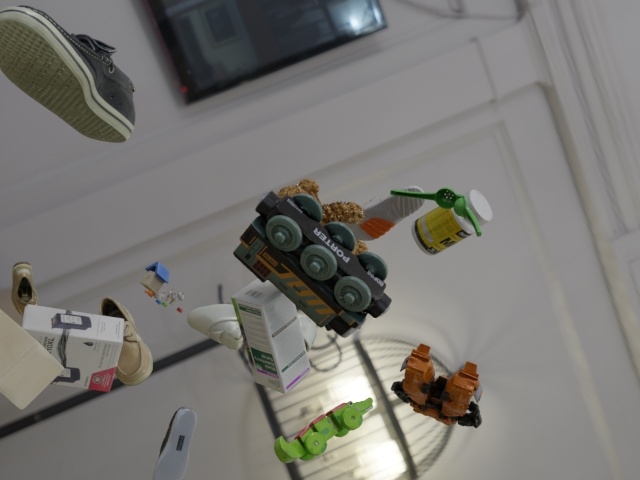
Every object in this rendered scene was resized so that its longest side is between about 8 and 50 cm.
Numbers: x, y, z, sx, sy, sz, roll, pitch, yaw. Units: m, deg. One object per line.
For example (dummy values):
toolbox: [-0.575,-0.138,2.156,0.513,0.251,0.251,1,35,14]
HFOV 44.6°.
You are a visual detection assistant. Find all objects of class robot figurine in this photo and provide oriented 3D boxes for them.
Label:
robot figurine: [0.255,0.318,1.661,0.211,0.085,0.291,21,-22,14]

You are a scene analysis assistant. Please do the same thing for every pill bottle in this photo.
pill bottle: [0.369,-0.051,2.190,0.119,0.208,0.119,30,43,-33]

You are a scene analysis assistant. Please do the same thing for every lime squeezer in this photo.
lime squeezer: [0.314,-0.089,1.903,0.310,0.110,0.059,33,-62,47]

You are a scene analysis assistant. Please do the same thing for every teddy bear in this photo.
teddy bear: [0.000,0.000,1.923,0.338,0.245,0.113,77,2,-48]

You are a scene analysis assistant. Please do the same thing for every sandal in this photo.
sandal: [0.190,-0.086,2.213,0.102,0.265,0.076,51,31,-18]

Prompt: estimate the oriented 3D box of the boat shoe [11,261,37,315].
boat shoe: [-0.808,0.149,2.124,0.072,0.068,0.190,-122,-151,-41]

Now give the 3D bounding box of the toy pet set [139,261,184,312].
toy pet set: [-0.380,0.108,1.884,0.122,0.065,0.114,12,-30,48]

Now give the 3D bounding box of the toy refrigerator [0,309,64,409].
toy refrigerator: [-0.589,0.195,1.425,0.269,0.102,0.094,23,-29,41]

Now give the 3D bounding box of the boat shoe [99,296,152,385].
boat shoe: [-0.535,0.266,2.090,0.302,0.109,0.098,55,-9,47]

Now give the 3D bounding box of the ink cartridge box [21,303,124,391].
ink cartridge box: [-0.620,0.266,1.917,0.100,0.237,0.172,-107,-147,-55]

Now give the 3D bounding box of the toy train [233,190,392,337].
toy train: [-0.016,0.051,1.552,0.334,0.190,0.142,42,40,-3]

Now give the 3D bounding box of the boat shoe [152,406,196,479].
boat shoe: [-0.237,0.341,1.273,0.040,0.049,0.142,-3,-113,70]

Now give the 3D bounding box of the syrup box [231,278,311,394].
syrup box: [-0.104,0.206,1.689,0.093,0.096,0.237,13,-54,39]

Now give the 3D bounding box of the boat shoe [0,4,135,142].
boat shoe: [-0.522,-0.364,1.640,0.500,0.186,0.156,58,41,-73]

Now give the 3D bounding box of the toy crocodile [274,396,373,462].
toy crocodile: [0.016,0.552,2.293,0.105,0.340,0.115,56,-28,10]

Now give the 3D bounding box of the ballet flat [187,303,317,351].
ballet flat: [-0.207,0.277,2.366,0.139,0.400,0.139,-174,-90,-83]
